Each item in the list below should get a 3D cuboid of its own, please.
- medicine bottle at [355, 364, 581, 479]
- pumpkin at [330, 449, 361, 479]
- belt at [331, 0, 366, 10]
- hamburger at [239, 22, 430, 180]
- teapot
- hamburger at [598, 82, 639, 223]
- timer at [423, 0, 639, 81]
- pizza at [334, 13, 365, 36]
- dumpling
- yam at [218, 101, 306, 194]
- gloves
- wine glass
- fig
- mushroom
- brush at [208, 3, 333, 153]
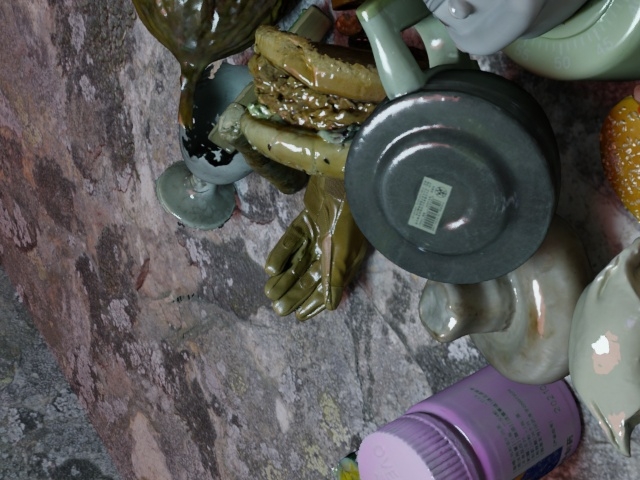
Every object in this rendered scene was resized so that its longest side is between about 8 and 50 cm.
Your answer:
[{"bbox_3d":[0.212,0.290,1.196,0.178,0.290,0.178,27,126,43],"label":"medicine bottle"},{"bbox_3d":[0.151,0.476,1.452,0.263,0.197,0.293,60,152,31],"label":"pumpkin"},{"bbox_3d":[0.112,-0.368,1.121,0.261,0.184,0.105,-166,65,-66],"label":"belt"},{"bbox_3d":[0.027,-0.205,1.247,0.318,0.277,0.195,34,122,46],"label":"hamburger"},{"bbox_3d":[0.141,-0.128,1.020,0.321,0.239,0.239,39,126,-3],"label":"teapot"},{"bbox_3d":[0.399,-0.080,0.928,0.210,0.116,0.173,51,143,26],"label":"hamburger"},{"bbox_3d":[0.228,-0.288,0.890,0.291,0.315,0.291,29,128,44],"label":"timer"},{"bbox_3d":[0.050,-0.344,1.360,0.083,0.016,0.037,21,123,52],"label":"pizza"},{"bbox_3d":[0.358,0.117,0.967,0.132,0.162,0.250,7,97,40],"label":"dumpling"},{"bbox_3d":[-0.093,-0.149,1.442,0.067,0.317,0.071,5,77,18],"label":"yam"},{"bbox_3d":[0.008,-0.007,1.467,0.154,0.141,0.331,23,117,15],"label":"gloves"},{"bbox_3d":[-0.195,-0.177,1.625,0.190,0.190,0.357,60,148,16],"label":"wine glass"},{"bbox_3d":[-0.186,-0.361,1.401,0.286,0.286,0.369,-8,79,54],"label":"fig"},{"bbox_3d":[0.233,0.074,1.112,0.243,0.243,0.243,27,126,45],"label":"mushroom"},{"bbox_3d":[-0.086,-0.271,1.418,0.282,0.054,0.048,-51,28,8],"label":"brush"}]
